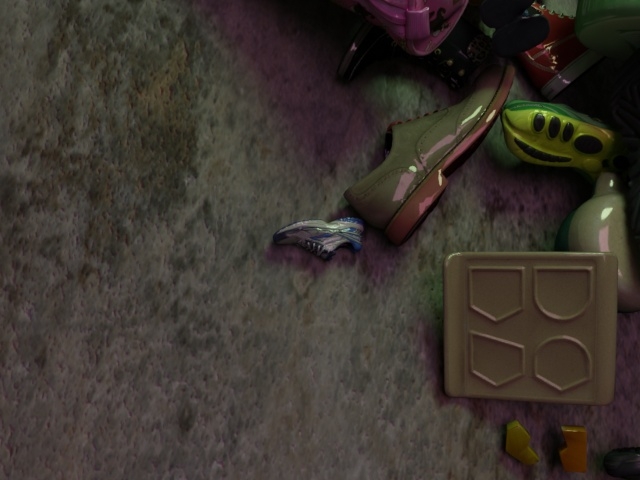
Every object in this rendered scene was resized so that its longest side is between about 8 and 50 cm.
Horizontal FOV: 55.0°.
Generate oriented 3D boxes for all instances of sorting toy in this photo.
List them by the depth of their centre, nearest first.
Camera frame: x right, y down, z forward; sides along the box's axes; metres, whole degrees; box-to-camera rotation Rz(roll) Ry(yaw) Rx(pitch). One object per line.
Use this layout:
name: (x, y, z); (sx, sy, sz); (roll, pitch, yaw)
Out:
sorting toy: (0.289, 0.166, 0.858); (0.229, 0.041, 0.306); (-1, 98, 11)

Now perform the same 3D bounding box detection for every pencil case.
pencil case: (0.033, -0.408, 0.882); (0.386, 0.160, 0.167); (35, 98, 25)

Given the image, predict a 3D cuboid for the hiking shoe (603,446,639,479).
hiking shoe: (0.505, 0.356, 0.859); (0.227, 0.086, 0.114); (13, 70, -7)

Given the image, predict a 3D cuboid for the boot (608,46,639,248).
boot: (0.649, -0.070, 0.874); (0.446, 0.146, 0.366); (13, 64, -21)

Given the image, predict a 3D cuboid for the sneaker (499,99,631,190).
sneaker: (0.409, -0.156, 0.961); (0.296, 0.109, 0.123); (18, 36, -21)

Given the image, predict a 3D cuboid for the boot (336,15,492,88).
boot: (0.157, -0.300, 0.978); (0.179, 0.085, 0.236); (41, 73, 0)

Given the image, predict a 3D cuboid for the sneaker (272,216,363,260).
sneaker: (0.000, 0.000, 0.887); (0.136, 0.052, 0.057); (-5, 80, -11)

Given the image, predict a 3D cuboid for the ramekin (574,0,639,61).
ramekin: (0.509, -0.341, 0.854); (0.304, 0.303, 0.148); (12, 96, -7)

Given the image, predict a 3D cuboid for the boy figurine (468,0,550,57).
boy figurine: (0.265, -0.390, 0.945); (0.092, 0.177, 0.285); (-25, 34, 16)

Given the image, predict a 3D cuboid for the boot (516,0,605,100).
boot: (0.423, -0.372, 1.044); (0.244, 0.088, 0.176); (-36, 82, -13)

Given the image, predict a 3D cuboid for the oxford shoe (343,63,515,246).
oxford shoe: (0.171, -0.160, 0.925); (0.130, 0.123, 0.348); (36, 70, 9)

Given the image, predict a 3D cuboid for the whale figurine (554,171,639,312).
whale figurine: (0.469, -0.003, 0.926); (0.272, 0.141, 0.216); (-32, 86, -22)
